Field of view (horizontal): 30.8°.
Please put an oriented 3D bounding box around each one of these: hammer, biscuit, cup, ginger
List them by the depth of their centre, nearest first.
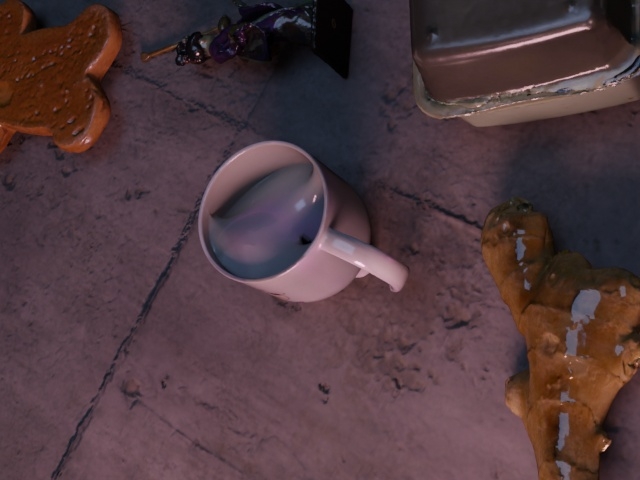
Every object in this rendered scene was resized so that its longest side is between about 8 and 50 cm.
[{"bbox_3d":[0.206,0.113,0.970,0.148,0.081,0.333,-11,68,30],"label":"ginger"},{"bbox_3d":[-0.003,-0.011,1.088,0.174,0.142,0.134,-10,69,26],"label":"cup"},{"bbox_3d":[-0.154,-0.225,1.316,0.123,0.014,0.029,-16,58,27],"label":"hammer"},{"bbox_3d":[-0.370,-0.193,1.402,0.324,0.049,0.205,-1,73,28],"label":"biscuit"}]

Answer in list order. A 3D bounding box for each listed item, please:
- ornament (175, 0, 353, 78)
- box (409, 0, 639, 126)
[{"bbox_3d":[-0.068,-0.222,1.225,0.203,0.088,0.081,3,75,31],"label":"ornament"},{"bbox_3d":[0.187,-0.254,1.047,0.221,0.166,0.290,-8,72,26],"label":"box"}]
